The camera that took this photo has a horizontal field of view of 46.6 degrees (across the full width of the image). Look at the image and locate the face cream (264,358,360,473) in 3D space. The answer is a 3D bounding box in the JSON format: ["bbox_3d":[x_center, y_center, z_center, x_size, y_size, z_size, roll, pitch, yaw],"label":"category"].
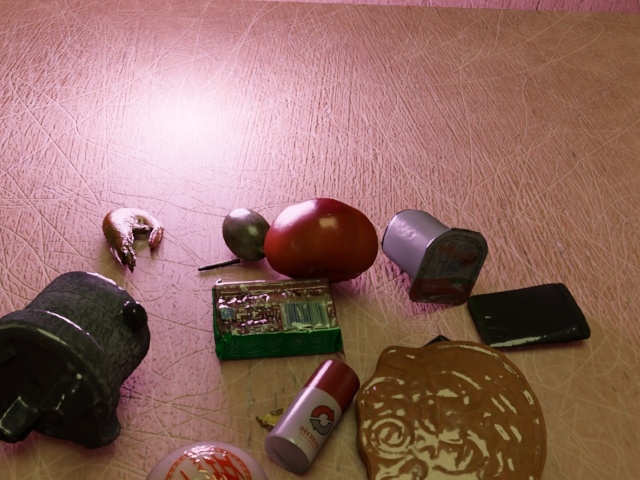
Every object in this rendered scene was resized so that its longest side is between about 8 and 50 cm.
[{"bbox_3d":[-0.012,0.330,1.418,0.096,0.095,0.214,22,43,18],"label":"face cream"}]

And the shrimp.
[{"bbox_3d":[-0.452,-0.006,1.788,0.150,0.068,0.248,2,36,-13],"label":"shrimp"}]

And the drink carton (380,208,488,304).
[{"bbox_3d":[0.260,0.024,1.736,0.186,0.191,0.189,7,22,-28],"label":"drink carton"}]

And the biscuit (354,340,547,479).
[{"bbox_3d":[0.250,0.351,1.423,0.366,0.062,0.385,3,46,-2],"label":"biscuit"}]

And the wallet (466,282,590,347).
[{"bbox_3d":[0.469,0.175,1.693,0.246,0.052,0.168,-6,42,-6],"label":"wallet"}]

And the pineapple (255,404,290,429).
[{"bbox_3d":[-0.080,0.349,1.448,0.083,0.019,0.045,-15,39,-21],"label":"pineapple"}]

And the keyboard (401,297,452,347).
[{"bbox_3d":[0.289,0.266,1.579,0.104,0.041,0.381,-27,57,-33],"label":"keyboard"}]

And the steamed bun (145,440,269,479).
[{"bbox_3d":[-0.191,0.434,1.239,0.232,0.145,0.231,3,40,-2],"label":"steamed bun"}]

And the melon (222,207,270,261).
[{"bbox_3d":[-0.172,-0.012,1.784,0.114,0.114,0.167,-20,41,-27],"label":"melon"}]

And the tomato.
[{"bbox_3d":[0.003,0.001,1.690,0.260,0.260,0.179,4,75,-2],"label":"tomato"}]

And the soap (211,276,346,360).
[{"bbox_3d":[-0.093,0.168,1.596,0.274,0.098,0.217,-3,41,-10],"label":"soap"}]

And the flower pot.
[{"bbox_3d":[-0.462,0.237,1.355,0.299,0.298,0.282,16,33,12],"label":"flower pot"}]

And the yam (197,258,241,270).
[{"bbox_3d":[-0.240,0.058,1.770,0.107,0.014,0.014,-12,44,-19],"label":"yam"}]
